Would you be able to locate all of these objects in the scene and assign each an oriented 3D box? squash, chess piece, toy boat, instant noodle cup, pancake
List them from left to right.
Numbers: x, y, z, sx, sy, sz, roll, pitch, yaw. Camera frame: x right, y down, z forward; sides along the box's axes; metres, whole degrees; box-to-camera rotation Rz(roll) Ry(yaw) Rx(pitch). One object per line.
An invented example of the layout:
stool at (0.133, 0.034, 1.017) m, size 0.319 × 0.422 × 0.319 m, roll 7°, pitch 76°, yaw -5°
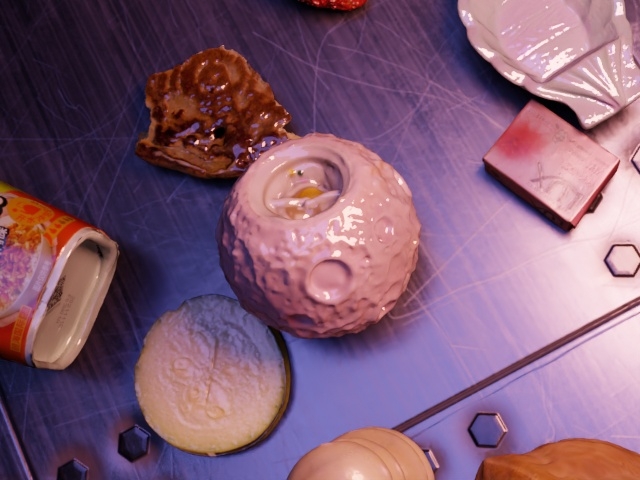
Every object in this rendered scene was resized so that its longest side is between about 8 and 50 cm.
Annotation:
instant noodle cup at (-0.463, 0.030, 1.313) m, size 0.308 × 0.294 × 0.294 m, roll 20°, pitch 82°, yaw 9°
pancake at (-0.157, -0.157, 1.387) m, size 0.212 × 0.056 × 0.257 m, roll -38°, pitch 65°, yaw -6°
squash at (-0.147, 0.185, 1.317) m, size 0.219 × 0.041 × 0.219 m, roll -2°, pitch 82°, yaw 12°
chess piece at (0.042, 0.293, 1.113) m, size 0.167 × 0.299 × 0.167 m, roll -2°, pitch 78°, yaw 10°
toy boat at (0.307, -0.275, 1.292) m, size 0.199 × 0.100 × 0.290 m, roll -33°, pitch 72°, yaw 3°

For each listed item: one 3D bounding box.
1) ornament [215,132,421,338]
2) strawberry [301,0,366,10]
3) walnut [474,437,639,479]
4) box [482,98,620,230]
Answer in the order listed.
ornament at (0.000, 0.000, 1.224) m, size 0.259 × 0.225 × 0.259 m, roll -8°, pitch 47°, yaw 9°
strawberry at (-0.003, -0.393, 1.387) m, size 0.131 × 0.148 × 0.131 m, roll -33°, pitch 35°, yaw 27°
walnut at (0.295, 0.373, 1.052) m, size 0.306 × 0.306 × 0.344 m, roll -38°, pitch 76°, yaw 1°
box at (0.301, -0.100, 1.275) m, size 0.156 × 0.060 × 0.111 m, roll 38°, pitch 88°, yaw 18°
